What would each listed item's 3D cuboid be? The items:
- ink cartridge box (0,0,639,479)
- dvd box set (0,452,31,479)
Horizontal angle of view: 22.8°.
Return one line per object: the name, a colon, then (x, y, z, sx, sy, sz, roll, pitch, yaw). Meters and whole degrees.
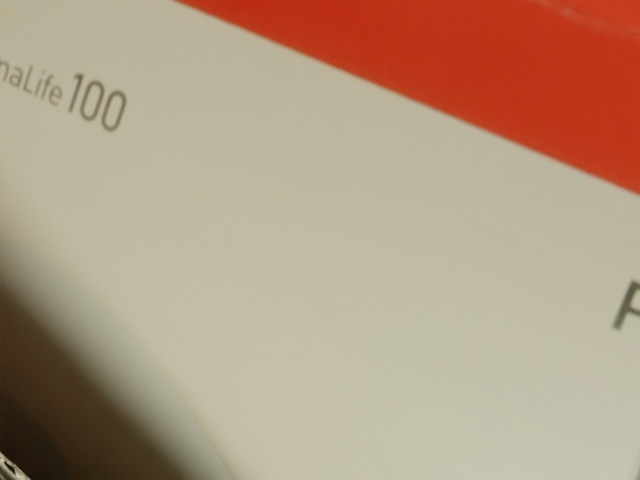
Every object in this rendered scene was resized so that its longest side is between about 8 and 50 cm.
ink cartridge box: (0.000, 0.000, 0.375, 0.308, 0.091, 0.385, 26, 141, 27)
dvd box set: (-0.099, 0.176, 0.521, 0.307, 0.062, 0.420, 42, 155, 7)
